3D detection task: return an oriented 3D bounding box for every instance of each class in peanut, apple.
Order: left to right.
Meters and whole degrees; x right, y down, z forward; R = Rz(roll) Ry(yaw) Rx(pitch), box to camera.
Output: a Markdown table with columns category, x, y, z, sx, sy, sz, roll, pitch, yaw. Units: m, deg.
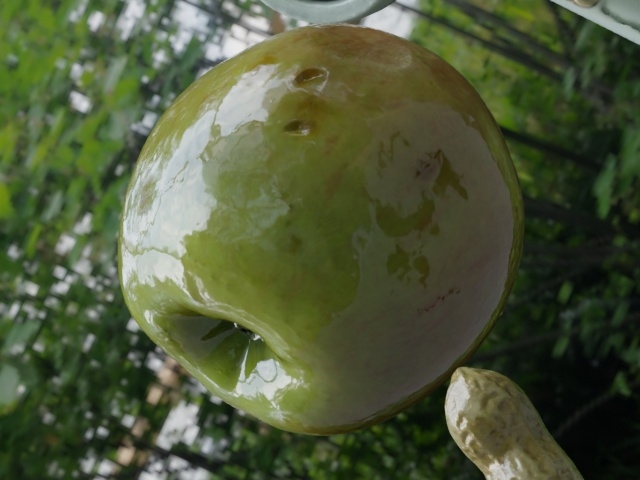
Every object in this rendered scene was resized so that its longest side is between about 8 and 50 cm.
| category | x | y | z | sx | sy | sz | roll | pitch | yaw |
| --- | --- | --- | --- | --- | --- | --- | --- | --- | --- |
| apple | 0.000 | 0.000 | 1.171 | 0.305 | 0.338 | 0.338 | -53 | -11 | -45 |
| peanut | 0.105 | 0.115 | 0.764 | 0.054 | 0.113 | 0.054 | -35 | 4 | 3 |

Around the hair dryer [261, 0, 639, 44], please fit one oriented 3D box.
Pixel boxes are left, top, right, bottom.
| category | x | y | z | sx | sy | sz | roll | pitch | yaw |
| --- | --- | --- | --- | --- | --- | --- | --- | --- | --- |
| hair dryer | 0.133 | -0.145 | 0.755 | 0.108 | 0.357 | 0.173 | 116 | 178 | -46 |
